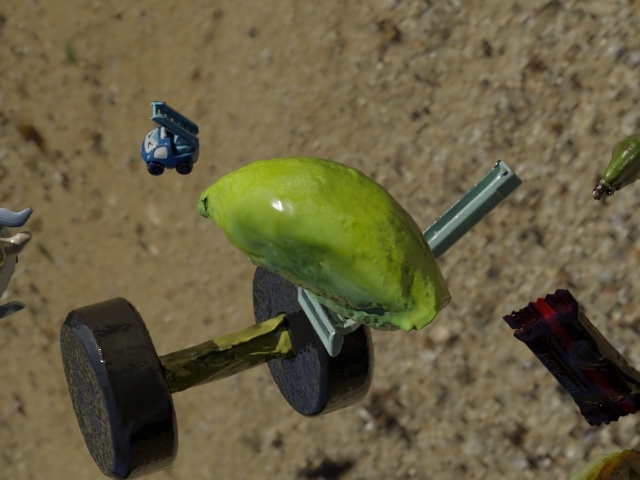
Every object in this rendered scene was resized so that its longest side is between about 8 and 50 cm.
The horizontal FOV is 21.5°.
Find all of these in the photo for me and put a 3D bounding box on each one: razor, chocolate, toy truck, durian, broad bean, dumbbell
[{"bbox_3d":[0.105,0.014,1.840,0.056,0.278,0.111,51,-176,-37],"label":"razor"},{"bbox_3d":[0.265,0.123,1.722,0.086,0.028,0.182,-25,122,28],"label":"chocolate"},{"bbox_3d":[-0.185,-0.128,2.062,0.073,0.056,0.090,-2,135,-4],"label":"toy truck"},{"bbox_3d":[0.000,0.000,1.478,0.250,0.101,0.139,28,132,11],"label":"durian"},{"bbox_3d":[0.311,-0.078,1.637,0.046,0.195,0.061,41,116,17],"label":"broad bean"},{"bbox_3d":[-0.119,0.138,1.945,0.204,0.322,0.203,50,148,47],"label":"dumbbell"}]

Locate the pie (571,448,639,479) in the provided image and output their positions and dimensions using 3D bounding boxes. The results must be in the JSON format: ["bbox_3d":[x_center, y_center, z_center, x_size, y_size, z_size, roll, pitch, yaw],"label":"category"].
[{"bbox_3d":[0.317,0.366,1.670,0.355,0.288,0.103,26,160,-37],"label":"pie"}]

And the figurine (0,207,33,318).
[{"bbox_3d":[-0.442,0.034,2.117,0.128,0.184,0.208,25,103,15],"label":"figurine"}]
